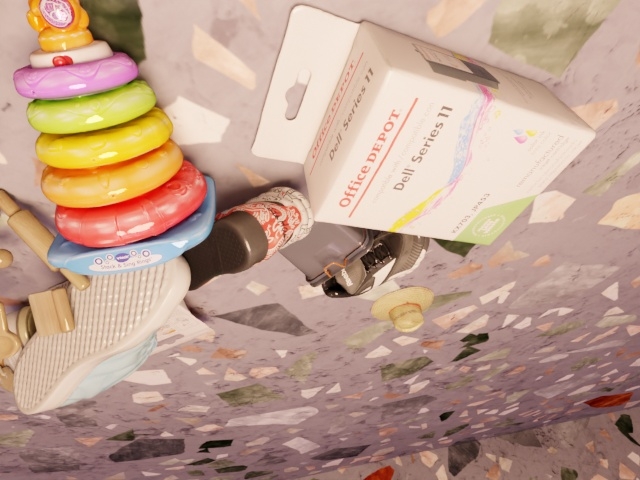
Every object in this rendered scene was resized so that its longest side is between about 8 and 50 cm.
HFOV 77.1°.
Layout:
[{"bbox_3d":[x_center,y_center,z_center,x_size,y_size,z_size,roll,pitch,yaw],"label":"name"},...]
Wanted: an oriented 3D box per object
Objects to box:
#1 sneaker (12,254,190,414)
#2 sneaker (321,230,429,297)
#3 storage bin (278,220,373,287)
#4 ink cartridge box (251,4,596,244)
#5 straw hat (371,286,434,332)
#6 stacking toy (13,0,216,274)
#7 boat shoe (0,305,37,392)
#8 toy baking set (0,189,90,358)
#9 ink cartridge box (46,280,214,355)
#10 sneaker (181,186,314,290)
[{"bbox_3d":[-0.300,0.127,0.606,0.365,0.135,0.150,-35,161,20],"label":"sneaker"},{"bbox_3d":[0.078,0.041,0.650,0.106,0.078,0.234,-13,160,-37],"label":"sneaker"},{"bbox_3d":[0.000,0.000,0.624,0.135,0.098,0.091,-37,123,26],"label":"storage bin"},{"bbox_3d":[0.111,-0.116,0.493,0.353,0.119,0.207,7,136,-21],"label":"ink cartridge box"},{"bbox_3d":[0.188,0.165,0.875,0.144,0.061,0.145,-7,138,-6],"label":"straw hat"},{"bbox_3d":[-0.221,-0.130,0.396,0.175,0.166,0.302,-10,124,-5],"label":"stacking toy"},{"bbox_3d":[-0.520,0.224,0.721,0.103,0.113,0.302,-5,140,-18],"label":"boat shoe"},{"bbox_3d":[-0.429,0.038,0.508,0.196,0.030,0.256,-37,96,-2],"label":"toy baking set"},{"bbox_3d":[-0.325,0.126,0.710,0.180,0.056,0.225,-22,142,10],"label":"ink cartridge box"},{"bbox_3d":[-0.127,-0.003,0.578,0.270,0.090,0.145,-13,-167,45],"label":"sneaker"}]
